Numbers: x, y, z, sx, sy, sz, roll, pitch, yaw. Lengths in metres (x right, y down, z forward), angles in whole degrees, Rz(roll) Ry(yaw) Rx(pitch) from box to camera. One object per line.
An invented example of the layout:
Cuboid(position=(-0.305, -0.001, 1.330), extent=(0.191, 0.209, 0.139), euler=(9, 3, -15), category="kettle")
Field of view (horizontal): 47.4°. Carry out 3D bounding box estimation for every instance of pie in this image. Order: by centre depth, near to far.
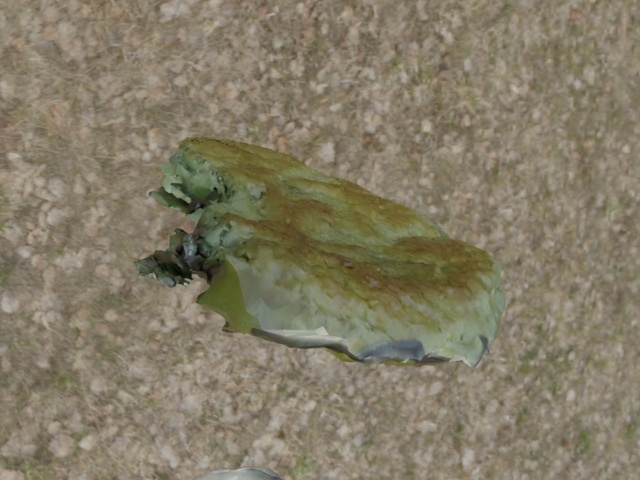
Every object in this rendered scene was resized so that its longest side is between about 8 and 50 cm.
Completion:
Cuboid(position=(0.000, 0.000, 0.600), extent=(0.296, 0.371, 0.078), euler=(12, 107, -17), category="pie")

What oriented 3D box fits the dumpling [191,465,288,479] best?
Cuboid(position=(0.012, 0.371, 0.779), extent=(0.341, 0.260, 0.181), euler=(61, 24, 9), category="dumpling")
